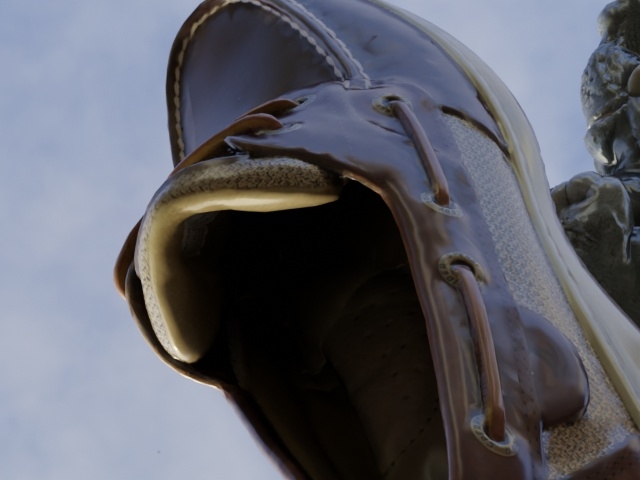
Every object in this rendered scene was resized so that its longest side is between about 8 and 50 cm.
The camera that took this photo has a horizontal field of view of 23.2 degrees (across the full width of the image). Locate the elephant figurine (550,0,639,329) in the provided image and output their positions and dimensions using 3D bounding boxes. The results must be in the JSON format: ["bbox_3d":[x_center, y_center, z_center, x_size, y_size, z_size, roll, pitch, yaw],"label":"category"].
[{"bbox_3d":[0.193,-0.018,0.872,0.239,0.169,0.186,-37,-62,-33],"label":"elephant figurine"}]

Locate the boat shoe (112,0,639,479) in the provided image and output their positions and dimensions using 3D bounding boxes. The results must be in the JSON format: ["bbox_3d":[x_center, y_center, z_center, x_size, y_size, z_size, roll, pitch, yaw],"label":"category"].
[{"bbox_3d":[0.000,0.000,0.504,0.123,0.342,0.123,21,-63,-35],"label":"boat shoe"}]
